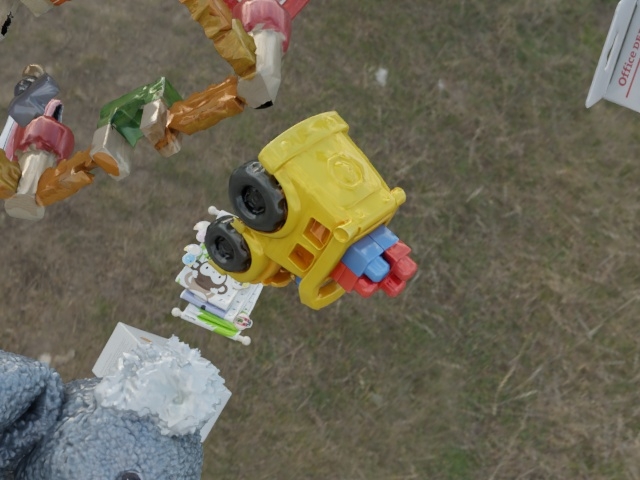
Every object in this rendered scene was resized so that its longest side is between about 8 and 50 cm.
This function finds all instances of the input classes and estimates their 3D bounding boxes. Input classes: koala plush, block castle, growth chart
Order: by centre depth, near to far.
[{"bbox_3d":[-0.180,0.141,0.602,0.221,0.196,0.203,0,35,-18],"label":"koala plush"},{"bbox_3d":[-0.293,-0.249,1.150,0.303,0.453,0.213,51,25,-38],"label":"block castle"},{"bbox_3d":[-0.172,0.058,1.620,0.172,0.021,0.237,17,65,4],"label":"growth chart"}]

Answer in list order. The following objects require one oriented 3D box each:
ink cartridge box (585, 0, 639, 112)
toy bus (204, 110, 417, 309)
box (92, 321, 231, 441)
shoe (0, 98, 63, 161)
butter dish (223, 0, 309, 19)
[{"bbox_3d":[0.311,-0.174,0.796,0.060,0.104,0.180,31,42,28],"label":"ink cartridge box"},{"bbox_3d":[0.000,0.000,1.022,0.211,0.220,0.149,45,46,10],"label":"toy bus"},{"bbox_3d":[-0.244,0.216,1.381,0.130,0.091,0.170,27,4,-44],"label":"box"},{"bbox_3d":[-0.526,-0.181,1.637,0.081,0.063,0.178,17,88,10],"label":"shoe"},{"bbox_3d":[-0.103,-0.406,1.419,0.160,0.118,0.160,42,86,-15],"label":"butter dish"}]
